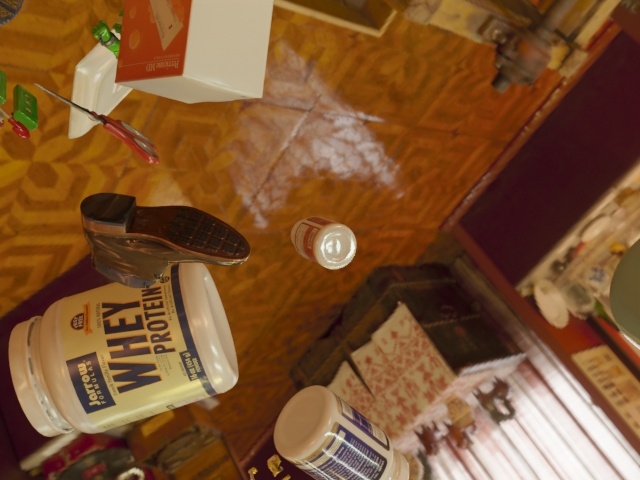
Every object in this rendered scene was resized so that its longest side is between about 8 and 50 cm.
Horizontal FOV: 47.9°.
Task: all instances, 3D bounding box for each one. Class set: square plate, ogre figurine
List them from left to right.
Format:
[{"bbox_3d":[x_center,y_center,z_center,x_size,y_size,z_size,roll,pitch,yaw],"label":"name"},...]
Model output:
[{"bbox_3d":[-0.503,-0.438,1.816,0.344,0.049,0.347,-56,-174,-29],"label":"square plate"},{"bbox_3d":[-0.373,-0.444,1.507,0.197,0.096,0.118,-52,171,-20],"label":"ogre figurine"}]

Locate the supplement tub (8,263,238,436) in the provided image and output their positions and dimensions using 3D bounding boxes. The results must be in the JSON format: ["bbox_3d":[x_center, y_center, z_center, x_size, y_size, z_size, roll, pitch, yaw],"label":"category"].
[{"bbox_3d":[-0.323,0.184,1.217,0.324,0.236,0.235,-18,150,-3],"label":"supplement tub"}]

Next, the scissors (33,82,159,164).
[{"bbox_3d":[-0.409,-0.225,1.325,0.021,0.109,0.297,-45,136,12],"label":"scissors"}]

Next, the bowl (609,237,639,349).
[{"bbox_3d":[0.676,0.122,1.238,0.311,0.311,0.163,-50,-172,25],"label":"bowl"}]

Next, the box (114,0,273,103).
[{"bbox_3d":[-0.208,-0.425,1.233,0.168,0.215,0.346,6,91,-46],"label":"box"}]

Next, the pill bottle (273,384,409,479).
[{"bbox_3d":[0.047,0.412,1.412,0.153,0.153,0.264,-41,118,12],"label":"pill bottle"}]

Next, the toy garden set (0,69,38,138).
[{"bbox_3d":[-0.583,-0.252,1.192,0.049,0.204,0.244,-39,131,10],"label":"toy garden set"}]

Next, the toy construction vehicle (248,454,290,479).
[{"bbox_3d":[-0.103,0.499,1.484,0.086,0.098,0.035,-39,145,20],"label":"toy construction vehicle"}]

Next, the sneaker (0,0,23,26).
[{"bbox_3d":[-0.683,-0.528,1.509,0.112,0.130,0.296,57,49,-36],"label":"sneaker"}]

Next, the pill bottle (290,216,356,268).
[{"bbox_3d":[0.000,0.000,1.931,0.121,0.216,0.121,-4,101,-22],"label":"pill bottle"}]

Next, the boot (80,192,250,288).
[{"bbox_3d":[-0.201,0.013,0.935,0.219,0.082,0.106,16,131,1],"label":"boot"}]
